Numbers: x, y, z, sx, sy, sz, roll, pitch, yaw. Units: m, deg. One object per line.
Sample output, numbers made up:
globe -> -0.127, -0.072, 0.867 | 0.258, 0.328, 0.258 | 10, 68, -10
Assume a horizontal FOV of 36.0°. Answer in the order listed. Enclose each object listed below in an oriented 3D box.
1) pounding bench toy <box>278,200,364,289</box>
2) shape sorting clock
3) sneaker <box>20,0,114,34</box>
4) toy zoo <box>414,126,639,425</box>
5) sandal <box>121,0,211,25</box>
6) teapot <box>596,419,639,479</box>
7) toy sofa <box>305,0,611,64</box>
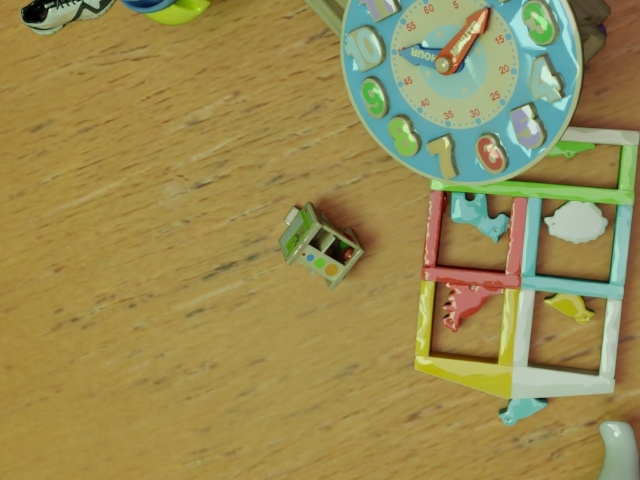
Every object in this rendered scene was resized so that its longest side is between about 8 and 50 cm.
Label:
pounding bench toy -> 0.000, 0.000, 0.979 | 0.065, 0.083, 0.052 | 31, 106, -24
shape sorting clock -> 0.103, -0.140, 0.770 | 0.206, 0.040, 0.206 | 14, 116, 31
sneaker -> -0.259, -0.244, 1.014 | 0.109, 0.044, 0.040 | -25, 88, 12
toy zoo -> 0.193, 0.035, 0.947 | 0.192, 0.030, 0.293 | 6, 96, 12
sandal -> -0.102, -0.296, 0.797 | 0.126, 0.138, 0.317 | 48, 125, 14
teapot -> 0.329, 0.333, 0.876 | 0.253, 0.187, 0.256 | 21, 127, 28
toy sofa -> 0.076, -0.251, 0.886 | 0.362, 0.177, 0.150 | 48, 127, 10
